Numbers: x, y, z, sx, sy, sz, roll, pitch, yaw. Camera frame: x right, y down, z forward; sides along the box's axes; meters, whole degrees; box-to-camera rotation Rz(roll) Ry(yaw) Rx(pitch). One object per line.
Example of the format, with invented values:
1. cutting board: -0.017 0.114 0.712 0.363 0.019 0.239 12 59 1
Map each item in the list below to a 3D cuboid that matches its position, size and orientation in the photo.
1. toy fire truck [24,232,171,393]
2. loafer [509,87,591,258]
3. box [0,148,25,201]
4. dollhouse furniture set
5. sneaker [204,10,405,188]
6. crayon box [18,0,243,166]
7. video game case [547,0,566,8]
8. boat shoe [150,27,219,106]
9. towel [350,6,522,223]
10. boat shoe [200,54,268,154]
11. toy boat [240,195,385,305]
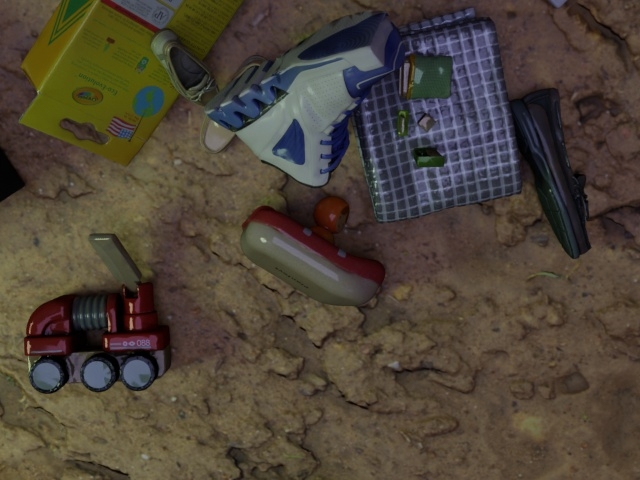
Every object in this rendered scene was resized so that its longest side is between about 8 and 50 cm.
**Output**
1. toy fire truck: -0.354 0.109 1.443 0.217 0.158 0.246 -2 94 1
2. loafer: 0.369 -0.103 1.404 0.084 0.096 0.267 -25 102 1
3. box: -0.685 -0.111 1.356 0.343 0.179 0.312 -29 102 8
4. dollhouse furniture set: 0.147 -0.181 1.275 0.076 0.058 0.152 0 106 -3
5. sneaker: 0.005 -0.182 1.280 0.315 0.127 0.182 -18 122 38
6. crayon box: -0.277 -0.277 1.306 0.202 0.081 0.318 24 108 -48
7. video game case: 0.340 -0.490 1.330 0.227 0.026 0.206 42 101 -10
8. boat shoe: -0.186 -0.237 1.314 0.056 0.048 0.153 -39 141 -4
9. towel: 0.163 -0.182 1.366 0.235 0.121 0.284 -13 105 3
10. boat shoe: -0.133 -0.203 1.391 0.063 0.059 0.170 29 103 -8
11. toy boat: 0.000 0.000 1.422 0.231 0.151 0.151 32 74 -8
